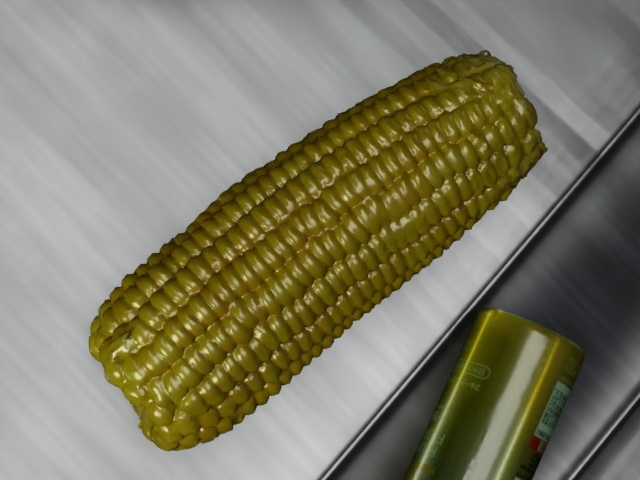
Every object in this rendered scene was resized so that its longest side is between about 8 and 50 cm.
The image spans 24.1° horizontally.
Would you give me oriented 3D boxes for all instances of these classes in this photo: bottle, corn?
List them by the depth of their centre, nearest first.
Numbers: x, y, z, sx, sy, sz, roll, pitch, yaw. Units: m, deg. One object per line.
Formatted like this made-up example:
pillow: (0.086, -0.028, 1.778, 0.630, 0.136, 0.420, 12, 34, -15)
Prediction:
corn: (0.000, 0.000, 1.016, 0.344, 0.131, 0.131, -38, 90, -11)
bottle: (0.089, 0.191, 1.029, 0.082, 0.082, 0.286, 25, 82, -4)
